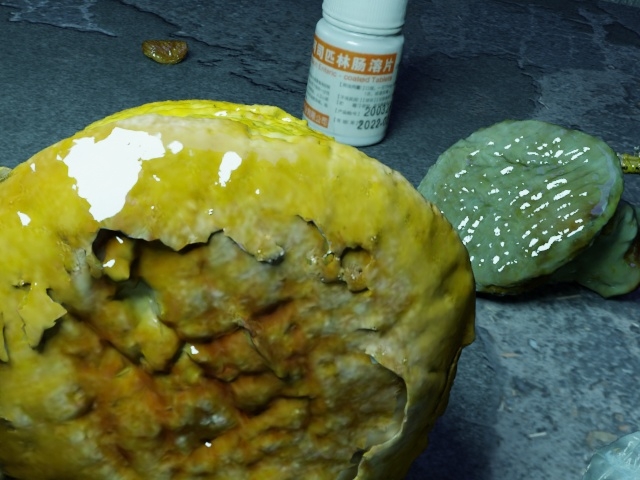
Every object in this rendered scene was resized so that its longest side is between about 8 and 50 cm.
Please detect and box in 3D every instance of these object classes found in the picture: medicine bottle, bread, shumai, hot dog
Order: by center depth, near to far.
[{"bbox_3d":[-0.085,0.065,0.655,0.358,0.337,0.204,8,20,-17],"label":"bread"},{"bbox_3d":[0.255,-0.010,1.125,0.272,0.222,0.203,11,-20,33],"label":"shumai"},{"bbox_3d":[0.056,-0.282,1.415,0.144,0.252,0.144,9,27,-5],"label":"medicine bottle"},{"bbox_3d":[-0.277,-0.336,1.633,0.083,0.035,0.058,-8,33,-30],"label":"hot dog"}]

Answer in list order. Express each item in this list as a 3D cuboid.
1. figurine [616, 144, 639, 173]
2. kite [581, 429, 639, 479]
[{"bbox_3d":[0.557,-0.124,1.495,0.143,0.068,0.101,-8,27,-8],"label":"figurine"},{"bbox_3d":[0.377,0.256,0.784,0.310,0.015,0.169,26,31,29],"label":"kite"}]
